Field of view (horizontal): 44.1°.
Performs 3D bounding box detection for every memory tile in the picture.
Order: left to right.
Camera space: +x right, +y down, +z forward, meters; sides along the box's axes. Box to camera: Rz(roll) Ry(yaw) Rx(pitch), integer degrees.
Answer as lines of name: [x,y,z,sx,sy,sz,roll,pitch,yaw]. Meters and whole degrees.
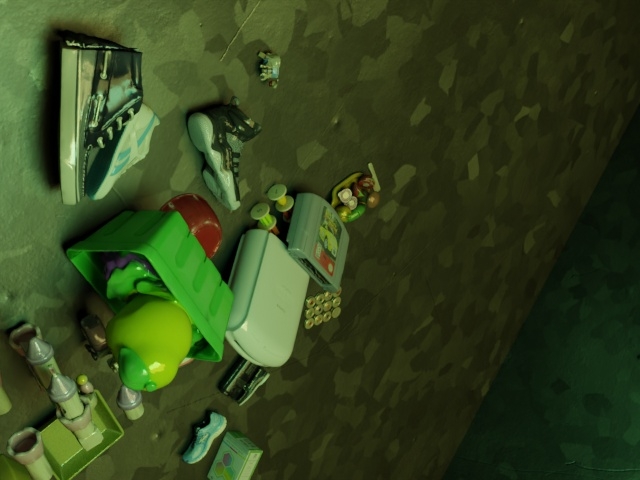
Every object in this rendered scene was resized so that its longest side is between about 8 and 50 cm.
memory tile: [0.008,0.203,2.395,0.148,0.012,0.113,-19,125,-40]

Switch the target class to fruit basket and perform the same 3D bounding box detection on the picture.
fruit basket: [-0.372,0.160,1.696,0.392,0.283,0.391,-4,95,-58]

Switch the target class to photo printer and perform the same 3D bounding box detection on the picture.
photo printer: [-0.144,0.161,2.040,0.256,0.107,0.307,49,47,-49]

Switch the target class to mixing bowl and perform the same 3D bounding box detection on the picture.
mixing bowl: [-0.301,-0.010,1.870,0.181,0.098,0.181,-24,127,-36]

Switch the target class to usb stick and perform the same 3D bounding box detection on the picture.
usb stick: [-0.184,0.322,2.233,0.278,0.045,0.077,-54,147,-10]

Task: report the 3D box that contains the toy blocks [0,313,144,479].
toy blocks: [-0.540,0.262,1.613,0.309,0.289,0.260,-31,137,-25]

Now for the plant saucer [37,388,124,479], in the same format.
plant saucer: [-0.584,0.458,1.879,0.188,0.045,0.188,-39,136,-25]

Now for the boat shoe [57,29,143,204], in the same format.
boat shoe: [-0.430,-0.230,1.549,0.158,0.127,0.340,0,113,-21]

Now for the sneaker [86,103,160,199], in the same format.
sneaker: [-0.416,-0.183,1.656,0.092,0.087,0.228,27,93,-53]

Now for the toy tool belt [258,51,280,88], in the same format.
toy tool belt: [-0.126,-0.404,1.875,0.051,0.052,0.083,3,109,-15]

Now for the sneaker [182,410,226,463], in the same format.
sneaker: [-0.337,0.543,2.199,0.073,0.063,0.162,45,72,-32]

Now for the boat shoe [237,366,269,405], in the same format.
boat shoe: [-0.200,0.421,2.278,0.125,0.038,0.046,-48,-179,-8]

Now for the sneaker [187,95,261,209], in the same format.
sneaker: [-0.203,-0.205,1.856,0.153,0.101,0.268,-36,132,-24]

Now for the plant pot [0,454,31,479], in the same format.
plant pot: [-0.701,0.547,1.775,0.081,0.083,0.081,-50,139,-14]

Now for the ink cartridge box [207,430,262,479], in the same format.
ink cartridge box: [-0.261,0.675,2.304,0.062,0.109,0.209,17,99,-50]

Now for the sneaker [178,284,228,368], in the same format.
sneaker: [-0.331,0.208,1.979,0.314,0.116,0.136,-32,123,-40]

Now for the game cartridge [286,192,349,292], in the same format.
game cartridge: [0.000,0.000,2.155,0.294,0.060,0.196,49,44,-55]

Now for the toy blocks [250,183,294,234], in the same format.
toy blocks: [-0.109,-0.059,2.083,0.123,0.054,0.148,-49,140,-16]

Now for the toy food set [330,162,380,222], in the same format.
toy food set: [0.113,-0.123,2.271,0.218,0.071,0.128,-39,136,-25]
